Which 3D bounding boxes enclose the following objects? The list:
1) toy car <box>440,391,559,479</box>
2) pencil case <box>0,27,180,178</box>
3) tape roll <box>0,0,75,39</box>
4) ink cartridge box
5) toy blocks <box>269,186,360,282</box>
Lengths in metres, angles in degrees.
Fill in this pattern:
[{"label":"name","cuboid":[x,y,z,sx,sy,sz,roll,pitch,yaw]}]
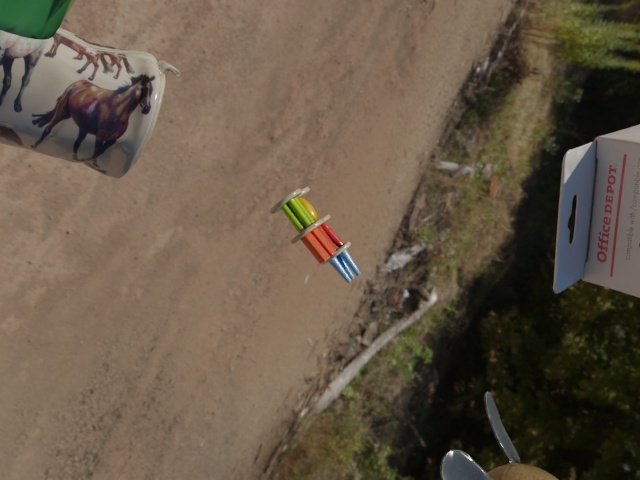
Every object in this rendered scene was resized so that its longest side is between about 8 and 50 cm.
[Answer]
[{"label":"toy car","cuboid":[0.132,0.215,0.440,0.155,0.149,0.188,-32,102,-55]},{"label":"pencil case","cuboid":[-0.389,-0.213,0.727,0.410,0.160,0.184,18,116,-24]},{"label":"tape roll","cuboid":[-0.353,-0.297,0.503,0.077,0.321,0.321,-52,158,12]},{"label":"ink cartridge box","cuboid":[0.262,-0.028,0.461,0.198,0.067,0.115,-18,114,-31]},{"label":"toy blocks","cuboid":[0.000,0.000,0.855,0.054,0.148,0.123,-37,-179,11]}]
